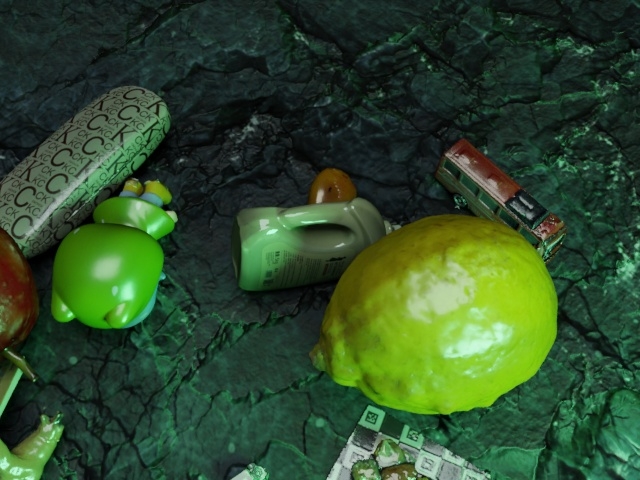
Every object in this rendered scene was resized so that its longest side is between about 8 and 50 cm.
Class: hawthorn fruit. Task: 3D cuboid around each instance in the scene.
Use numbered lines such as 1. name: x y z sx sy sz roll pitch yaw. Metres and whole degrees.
1. hawthorn fruit: -0.474 0.090 1.022 0.266 0.230 0.210 38 39 0

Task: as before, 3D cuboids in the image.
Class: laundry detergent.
1. laundry detergent: 0.000 0.000 1.115 0.253 0.181 0.091 -7 59 -13

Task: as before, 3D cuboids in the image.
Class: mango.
1. mango: 0.013 -0.062 1.207 0.080 0.060 0.114 33 63 -5

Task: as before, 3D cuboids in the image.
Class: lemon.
1. lemon: 0.161 0.098 1.019 0.316 0.285 0.285 4 57 -40

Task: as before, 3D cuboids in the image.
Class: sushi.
1. sushi: 0.123 0.328 1.036 0.201 0.031 0.139 29 65 11

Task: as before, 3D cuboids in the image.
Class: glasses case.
1. glasses case: -0.383 -0.114 1.189 0.137 0.085 0.354 29 65 27

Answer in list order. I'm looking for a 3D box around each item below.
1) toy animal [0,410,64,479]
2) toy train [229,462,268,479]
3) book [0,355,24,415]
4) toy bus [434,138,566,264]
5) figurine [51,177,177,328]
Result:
1. toy animal: -0.409 0.327 0.983 0.101 0.103 0.218 15 60 -17
2. toy train: -0.082 0.343 1.016 0.053 0.033 0.083 -32 70 -12
3. book: -0.513 0.208 1.012 0.192 0.013 0.168 -3 23 -5
4. toy bus: 0.285 -0.059 1.203 0.073 0.096 0.235 -40 71 -17
5. figurine: -0.298 0.015 1.115 0.162 0.143 0.263 8 52 6
